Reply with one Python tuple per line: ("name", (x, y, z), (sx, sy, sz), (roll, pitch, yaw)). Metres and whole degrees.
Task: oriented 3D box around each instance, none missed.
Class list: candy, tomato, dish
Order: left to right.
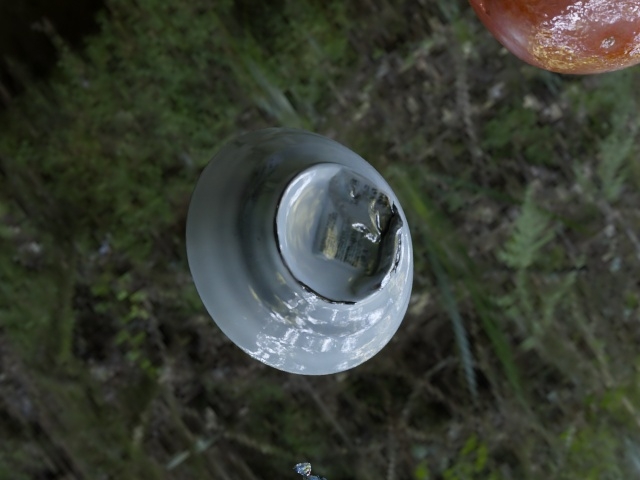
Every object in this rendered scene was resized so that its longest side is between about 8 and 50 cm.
("dish", (0.000, 0.000, 1.672), (0.316, 0.316, 0.106), (-39, -173, -31))
("candy", (0.002, 0.232, 1.233), (0.030, 0.083, 0.020), (4, 142, -48))
("tomato", (0.193, -0.227, 1.031), (0.208, 0.184, 0.208), (-166, -90, -90))
